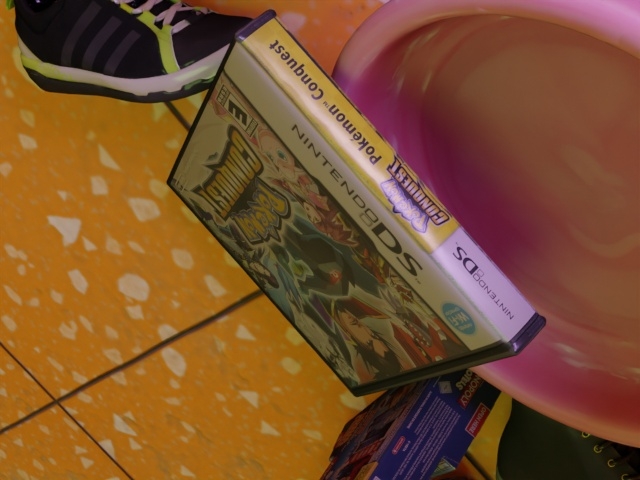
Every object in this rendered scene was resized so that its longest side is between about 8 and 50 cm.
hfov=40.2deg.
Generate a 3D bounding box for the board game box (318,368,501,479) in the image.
[{"bbox_3d":[0.052,0.194,0.756,0.060,0.194,0.194,40,149,0],"label":"board game box"}]

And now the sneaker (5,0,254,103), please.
[{"bbox_3d":[-0.149,-0.161,0.646,0.235,0.084,0.097,5,124,28],"label":"sneaker"}]

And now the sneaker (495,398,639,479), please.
[{"bbox_3d":[0.243,0.180,0.672,0.222,0.083,0.118,14,130,24],"label":"sneaker"}]

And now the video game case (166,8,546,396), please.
[{"bbox_3d":[0.000,0.000,0.629,0.248,0.035,0.275,48,156,-1],"label":"video game case"}]

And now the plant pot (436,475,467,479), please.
[{"bbox_3d":[0.080,0.303,0.824,0.165,0.167,0.167,-29,106,35],"label":"plant pot"}]

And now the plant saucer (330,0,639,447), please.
[{"bbox_3d":[0.152,-0.018,0.527,0.332,0.084,0.332,32,147,23],"label":"plant saucer"}]
